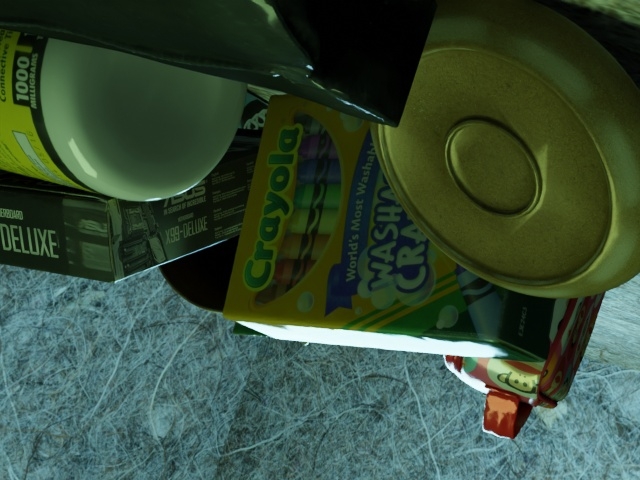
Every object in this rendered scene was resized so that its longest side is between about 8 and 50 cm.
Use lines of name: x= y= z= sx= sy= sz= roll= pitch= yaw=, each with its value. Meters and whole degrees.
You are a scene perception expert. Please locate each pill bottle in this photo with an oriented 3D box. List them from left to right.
pill bottle: x=-0.234 y=-0.146 z=1.237 sx=0.334 sy=0.188 sz=0.188 roll=13 pitch=171 yaw=44

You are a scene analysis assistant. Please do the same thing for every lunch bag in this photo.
lunch bag: x=0.199 y=0.055 z=1.351 sx=0.120 sy=0.258 sz=0.293 roll=17 pitch=173 yaw=15

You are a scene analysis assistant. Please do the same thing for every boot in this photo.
boot: x=-0.195 y=-0.191 z=0.868 sx=0.445 sy=0.146 sz=0.367 roll=20 pitch=-175 yaw=31

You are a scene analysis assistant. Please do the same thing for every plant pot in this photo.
plant pot: x=-0.088 y=-0.016 z=2.036 sx=0.215 sy=0.215 sz=0.230 roll=17 pitch=-172 yaw=17
plant pot: x=0.121 y=-0.054 z=0.987 sx=0.236 sy=0.032 sz=0.236 roll=28 pitch=138 yaw=28

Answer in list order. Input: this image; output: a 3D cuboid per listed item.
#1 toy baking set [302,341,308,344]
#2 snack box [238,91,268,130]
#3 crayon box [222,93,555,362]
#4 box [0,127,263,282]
toy baking set: x=-0.053 y=-0.012 z=1.702 sx=0.030 sy=0.256 sz=0.197 roll=-13 pitch=-144 yaw=-16
snack box: x=-0.191 y=-0.165 z=1.547 sx=0.187 sy=0.060 sz=0.322 roll=12 pitch=171 yaw=39
crayon box: x=0.044 y=-0.017 z=1.213 sx=0.323 sy=0.203 sz=0.083 roll=1 pitch=164 yaw=39
box: x=-0.185 y=-0.046 z=1.371 sx=0.242 sy=0.076 sz=0.307 roll=8 pitch=-163 yaw=33
